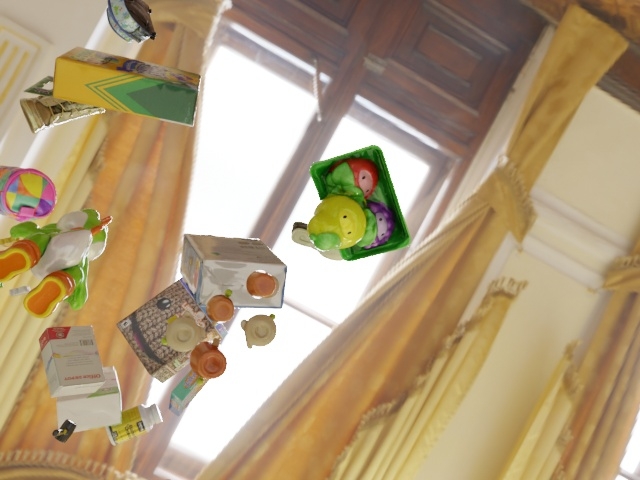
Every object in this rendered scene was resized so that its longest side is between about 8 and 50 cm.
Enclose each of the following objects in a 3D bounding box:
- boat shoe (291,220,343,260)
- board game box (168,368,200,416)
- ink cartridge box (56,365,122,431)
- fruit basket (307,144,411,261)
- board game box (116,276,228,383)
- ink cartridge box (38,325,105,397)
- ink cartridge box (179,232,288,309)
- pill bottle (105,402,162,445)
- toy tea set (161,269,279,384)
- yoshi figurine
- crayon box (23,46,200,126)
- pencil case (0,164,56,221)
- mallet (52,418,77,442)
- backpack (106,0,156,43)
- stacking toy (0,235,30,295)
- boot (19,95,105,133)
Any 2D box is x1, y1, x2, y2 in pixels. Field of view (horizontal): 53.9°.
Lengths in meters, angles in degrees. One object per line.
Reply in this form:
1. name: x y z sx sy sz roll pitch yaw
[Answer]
1. boat shoe: 0.000 0.000 2.272 0.233 0.084 0.079 26 -154 -19
2. board game box: -0.410 0.463 2.003 0.047 0.160 0.210 37 148 6
3. ink cartridge box: -0.827 0.560 2.250 0.207 0.119 0.353 -5 -174 -20
4. fruit basket: 0.110 -0.098 2.011 0.283 0.392 0.392 -16 165 15
5. board game box: -0.514 0.310 2.202 0.232 0.291 0.141 48 166 19
6. ink cartridge box: -0.669 0.323 1.690 0.127 0.072 0.175 5 -128 -46
7. ink cartridge box: -0.291 0.083 2.001 0.270 0.151 0.395 5 -166 -22
8. pill bottle: -0.668 0.651 2.251 0.103 0.184 0.103 160 90 -73
9. toy tea set: -0.236 0.217 1.636 0.200 0.336 0.124 60 164 -9
10. yoshi figurine: -0.585 0.039 1.375 0.203 0.203 0.362 8 -161 -2
11. crayon box: -0.417 -0.329 1.309 0.323 0.083 0.203 9 -159 -13
12. pencil case: -0.581 -0.089 1.170 0.236 0.104 0.104 7 164 46
13. mallet: -0.705 0.518 1.727 0.039 0.062 0.189 32 153 -3
14. backpack: -0.466 -0.542 1.519 0.114 0.084 0.105 38 -146 -66
15. stacking toy: -0.869 0.060 1.707 0.052 0.167 0.221 -15 172 -3
16. boot: -0.571 -0.298 1.407 0.165 0.077 0.213 -16 -160 -13
